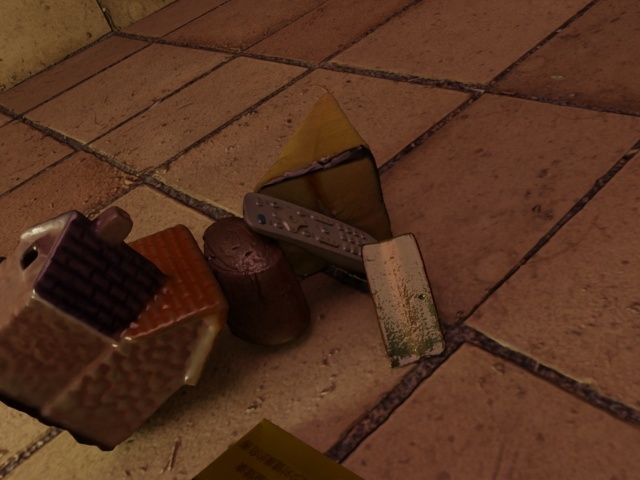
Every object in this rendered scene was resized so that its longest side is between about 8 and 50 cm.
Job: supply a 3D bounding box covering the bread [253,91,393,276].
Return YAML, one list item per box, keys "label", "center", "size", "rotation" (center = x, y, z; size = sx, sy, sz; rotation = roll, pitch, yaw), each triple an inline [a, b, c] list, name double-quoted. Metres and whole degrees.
- label: "bread"
  center: [-0.010, -0.091, 0.981]
  size: [0.163, 0.167, 0.264]
  rotation: [-21, 32, 0]

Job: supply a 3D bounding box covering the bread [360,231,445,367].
- label: "bread"
  center: [0.097, 0.069, 0.778]
  size: [0.074, 0.084, 0.139]
  rotation: [-14, 36, 7]

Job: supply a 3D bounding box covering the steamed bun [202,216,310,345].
- label: "steamed bun"
  center: [-0.095, 0.048, 0.848]
  size: [0.106, 0.144, 0.175]
  rotation: [-30, 32, -11]

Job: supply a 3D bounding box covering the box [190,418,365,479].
- label: "box"
  center: [-0.098, 0.283, 0.586]
  size: [0.153, 0.040, 0.279]
  rotation: [18, 40, 41]

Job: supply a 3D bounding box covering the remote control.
- label: "remote control"
  center: [0.000, 0.000, 0.843]
  size: [0.044, 0.229, 0.073]
  rotation: [-52, 34, 33]

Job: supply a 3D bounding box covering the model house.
- label: "model house"
  center: [-0.256, 0.068, 0.763]
  size: [0.237, 0.237, 0.202]
  rotation: [-42, 36, 4]
